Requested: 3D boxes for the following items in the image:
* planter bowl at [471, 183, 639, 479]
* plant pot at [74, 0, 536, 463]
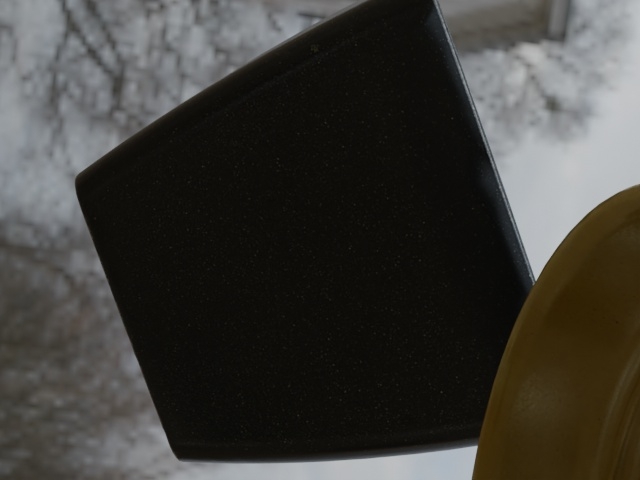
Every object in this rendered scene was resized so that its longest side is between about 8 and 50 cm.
[{"bbox_3d":[0.115,0.097,0.481,0.217,0.090,0.217,-175,-90,-74],"label":"planter bowl"},{"bbox_3d":[0.000,0.000,0.836,0.188,0.167,0.187,-75,145,-81],"label":"plant pot"}]
